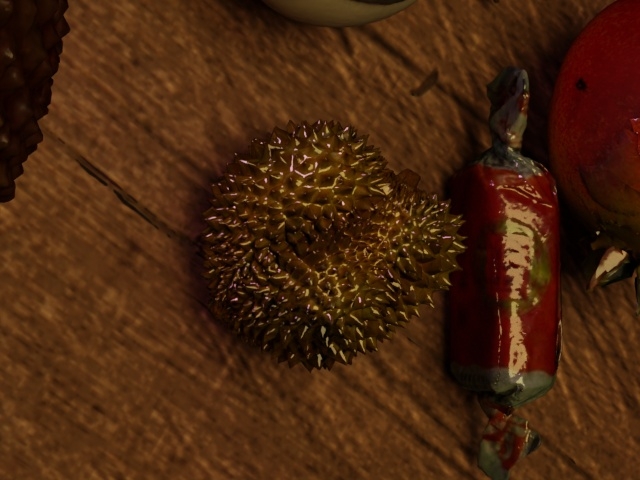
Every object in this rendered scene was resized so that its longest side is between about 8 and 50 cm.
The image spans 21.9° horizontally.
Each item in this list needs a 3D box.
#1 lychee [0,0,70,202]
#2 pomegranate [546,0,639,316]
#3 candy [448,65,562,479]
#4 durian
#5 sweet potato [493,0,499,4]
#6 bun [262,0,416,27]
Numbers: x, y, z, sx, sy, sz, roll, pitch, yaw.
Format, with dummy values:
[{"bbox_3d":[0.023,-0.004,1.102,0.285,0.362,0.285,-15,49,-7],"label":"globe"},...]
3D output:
[{"bbox_3d":[-0.248,-0.109,0.855,0.271,0.271,0.271,1,88,-30],"label":"lychee"},{"bbox_3d":[0.252,-0.065,1.163,0.210,0.210,0.235,21,99,-28],"label":"pomegranate"},{"bbox_3d":[0.126,0.025,1.148,0.059,0.086,0.292,1,87,-27],"label":"candy"},{"bbox_3d":[0.000,0.000,1.055,0.168,0.137,0.158,-39,88,-11],"label":"durian"},{"bbox_3d":[0.083,-0.269,1.145,0.068,0.068,0.226,-44,107,-23],"label":"sweet potato"},{"bbox_3d":[0.001,-0.218,1.062,0.173,0.120,0.173,6,79,-33],"label":"bun"}]
